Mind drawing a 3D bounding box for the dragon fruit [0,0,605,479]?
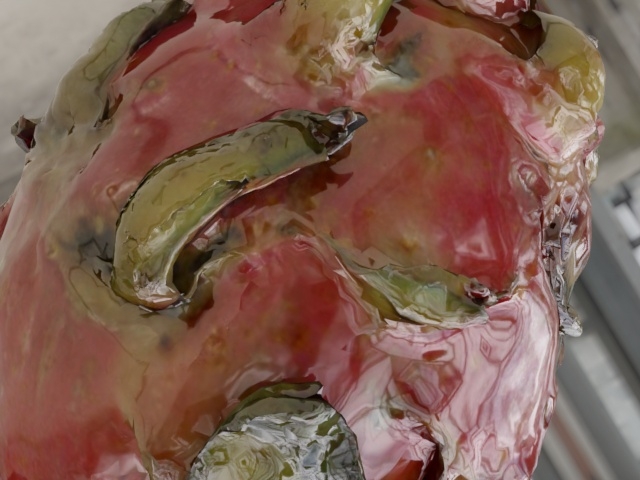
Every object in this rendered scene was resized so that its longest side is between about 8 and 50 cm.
[{"bbox_3d":[0.000,0.000,0.735,0.291,0.250,0.269,-60,-165,3],"label":"dragon fruit"}]
